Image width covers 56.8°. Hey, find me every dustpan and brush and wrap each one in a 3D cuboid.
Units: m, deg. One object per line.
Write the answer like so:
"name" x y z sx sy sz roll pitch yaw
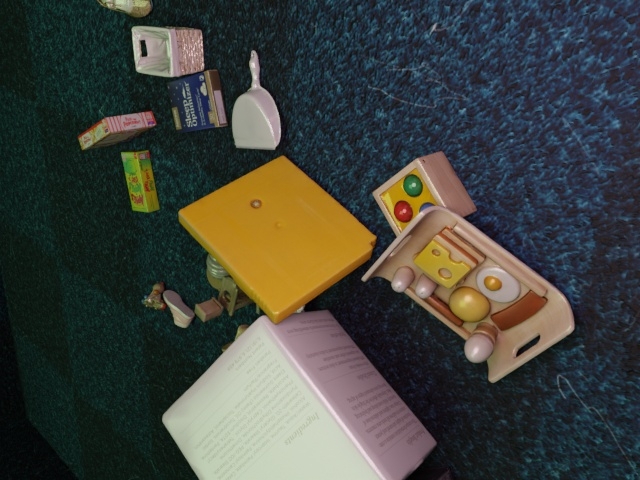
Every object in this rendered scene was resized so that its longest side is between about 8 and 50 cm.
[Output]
"dustpan and brush" -0.149 -0.318 1.341 0.147 0.060 0.211 11 120 41

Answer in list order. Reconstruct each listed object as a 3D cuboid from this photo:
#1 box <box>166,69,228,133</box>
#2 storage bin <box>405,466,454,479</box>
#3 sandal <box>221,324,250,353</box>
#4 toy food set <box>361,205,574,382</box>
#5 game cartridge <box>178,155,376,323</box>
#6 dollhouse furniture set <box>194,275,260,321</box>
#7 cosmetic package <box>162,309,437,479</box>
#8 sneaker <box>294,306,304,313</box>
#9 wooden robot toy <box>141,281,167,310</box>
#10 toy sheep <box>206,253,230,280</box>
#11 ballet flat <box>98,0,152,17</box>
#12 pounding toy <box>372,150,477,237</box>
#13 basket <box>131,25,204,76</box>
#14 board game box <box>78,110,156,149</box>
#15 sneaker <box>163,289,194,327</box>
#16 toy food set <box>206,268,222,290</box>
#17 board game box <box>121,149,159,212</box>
"box" -0.328 -0.348 1.514 0.225 0.037 0.136 3 107 46
"storage bin" 0.201 0.559 1.238 0.122 0.180 0.084 -30 83 47
"sandal" -0.208 0.267 1.598 0.240 0.088 0.079 -15 101 52
"toy food set" 0.241 0.101 1.022 0.306 0.092 0.219 37 137 3
"game cartridge" -0.085 -0.016 1.224 0.324 0.285 0.052 44 150 24
"dollhouse furniture set" -0.183 0.159 1.461 0.161 0.182 0.101 39 130 28
"cosmetic package" -0.035 0.396 1.227 0.327 0.329 0.393 -46 69 14
"sneaker" -0.117 0.090 1.402 0.110 0.118 0.291 2 107 65
"wooden robot toy" -0.519 0.175 1.898 0.076 0.079 0.173 30 158 -13
"toy sheep" -0.258 0.055 1.568 0.091 0.091 0.132 38 134 29
"ballet flat" -0.530 -0.635 1.575 0.206 0.067 0.073 22 120 37
"pounding toy" 0.187 -0.024 1.085 0.181 0.094 0.206 -37 78 46
"basket" -0.374 -0.469 1.460 0.167 0.103 0.113 21 120 39
"board game box" -0.585 -0.314 1.700 0.194 0.147 0.045 -12 97 46
"sneaker" -0.449 0.218 1.843 0.134 0.051 0.070 40 125 21
"toy food set" -0.290 0.099 1.661 0.083 0.020 0.082 41 130 27
"board game box" -0.543 -0.179 1.786 0.092 0.043 0.181 8 111 43
